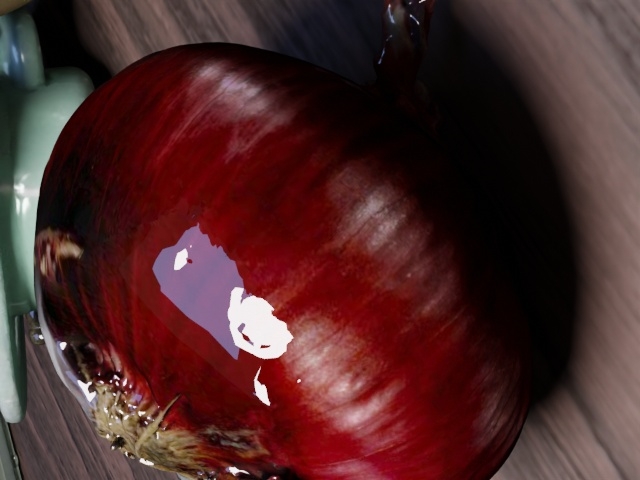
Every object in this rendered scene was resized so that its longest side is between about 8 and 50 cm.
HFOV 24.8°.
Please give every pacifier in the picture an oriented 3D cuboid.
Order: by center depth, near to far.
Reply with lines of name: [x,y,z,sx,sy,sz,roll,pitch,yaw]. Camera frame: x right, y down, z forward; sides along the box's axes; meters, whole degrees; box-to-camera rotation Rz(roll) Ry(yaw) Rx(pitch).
pacifier: [-0.288,-0.037,1.049,0.288,0.269,0.343,-109,18,-61]

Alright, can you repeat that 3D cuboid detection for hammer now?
hammer: [-0.304,0.053,1.325,0.292,0.029,0.058,3,104,58]

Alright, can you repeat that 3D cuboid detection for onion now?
onion: [0.000,0.000,0.713,0.273,0.285,0.273,34,164,11]

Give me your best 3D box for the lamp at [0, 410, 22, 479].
lamp: [-0.373,0.209,1.468,0.269,0.047,0.266,-10,95,57]

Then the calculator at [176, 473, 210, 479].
calculator: [-0.081,0.075,0.982,0.177,0.040,0.268,6,108,56]

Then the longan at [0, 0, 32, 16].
longan: [-0.252,-0.311,0.797,0.436,0.404,0.404,0,104,30]
